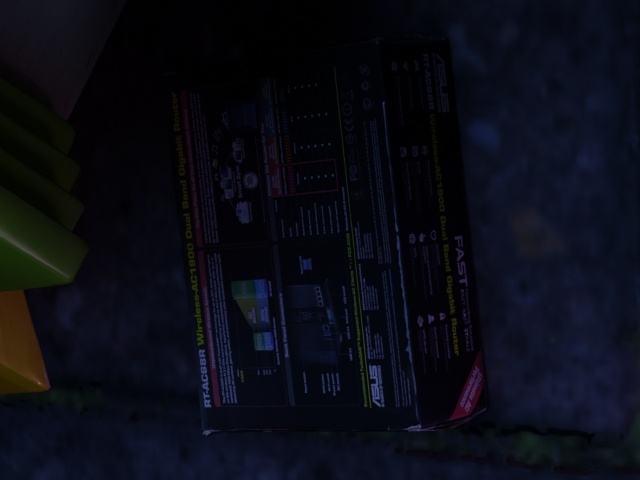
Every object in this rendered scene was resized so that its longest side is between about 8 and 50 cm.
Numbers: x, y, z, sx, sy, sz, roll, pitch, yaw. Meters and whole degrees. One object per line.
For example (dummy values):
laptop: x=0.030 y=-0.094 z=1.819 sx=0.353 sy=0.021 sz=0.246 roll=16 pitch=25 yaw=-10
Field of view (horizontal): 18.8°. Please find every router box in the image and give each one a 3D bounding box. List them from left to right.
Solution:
router box: x=0.000 y=0.000 z=0.615 sx=0.092 sy=0.038 sz=0.122 roll=-4 pitch=93 yaw=39

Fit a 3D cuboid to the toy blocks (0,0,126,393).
toy blocks: x=-0.150 y=-0.110 z=0.603 sx=0.381 sy=0.191 sz=0.261 roll=-8 pitch=54 yaw=54
